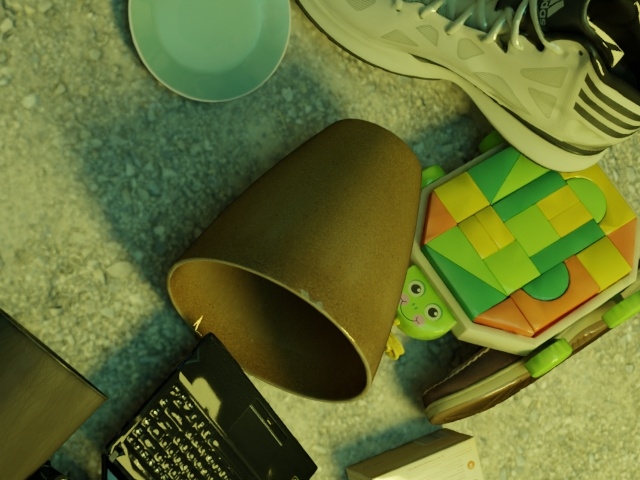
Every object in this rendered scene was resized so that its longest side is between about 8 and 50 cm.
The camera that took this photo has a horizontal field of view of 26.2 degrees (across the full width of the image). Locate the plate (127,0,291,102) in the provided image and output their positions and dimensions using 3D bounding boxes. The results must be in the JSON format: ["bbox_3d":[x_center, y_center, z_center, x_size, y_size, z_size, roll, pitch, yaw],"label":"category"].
[{"bbox_3d":[-0.120,-0.241,1.472,0.188,0.024,0.188,-1,93,-26],"label":"plate"}]

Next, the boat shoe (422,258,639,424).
[{"bbox_3d":[0.246,0.096,1.637,0.342,0.123,0.123,-31,76,-16],"label":"boat shoe"}]

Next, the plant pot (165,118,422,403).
[{"bbox_3d":[0.000,0.000,1.452,0.237,0.237,0.254,43,59,-22],"label":"plant pot"}]

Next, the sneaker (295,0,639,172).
[{"bbox_3d":[0.184,-0.258,1.455,0.447,0.257,0.169,31,67,-10],"label":"sneaker"}]

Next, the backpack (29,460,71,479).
[{"bbox_3d":[-0.253,0.331,1.354,0.144,0.166,0.188,-46,110,-16],"label":"backpack"}]

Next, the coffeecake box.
[{"bbox_3d":[0.124,0.332,1.598,0.142,0.068,0.185,-18,100,-25],"label":"coffeecake box"}]

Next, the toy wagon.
[{"bbox_3d":[0.204,0.022,1.558,0.344,0.068,0.267,-29,76,-22],"label":"toy wagon"}]

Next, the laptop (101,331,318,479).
[{"bbox_3d":[-0.103,0.275,1.409,0.264,0.136,0.234,-48,124,-22],"label":"laptop"}]

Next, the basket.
[{"bbox_3d":[-0.337,0.186,1.305,0.154,0.204,0.227,37,79,16],"label":"basket"}]
